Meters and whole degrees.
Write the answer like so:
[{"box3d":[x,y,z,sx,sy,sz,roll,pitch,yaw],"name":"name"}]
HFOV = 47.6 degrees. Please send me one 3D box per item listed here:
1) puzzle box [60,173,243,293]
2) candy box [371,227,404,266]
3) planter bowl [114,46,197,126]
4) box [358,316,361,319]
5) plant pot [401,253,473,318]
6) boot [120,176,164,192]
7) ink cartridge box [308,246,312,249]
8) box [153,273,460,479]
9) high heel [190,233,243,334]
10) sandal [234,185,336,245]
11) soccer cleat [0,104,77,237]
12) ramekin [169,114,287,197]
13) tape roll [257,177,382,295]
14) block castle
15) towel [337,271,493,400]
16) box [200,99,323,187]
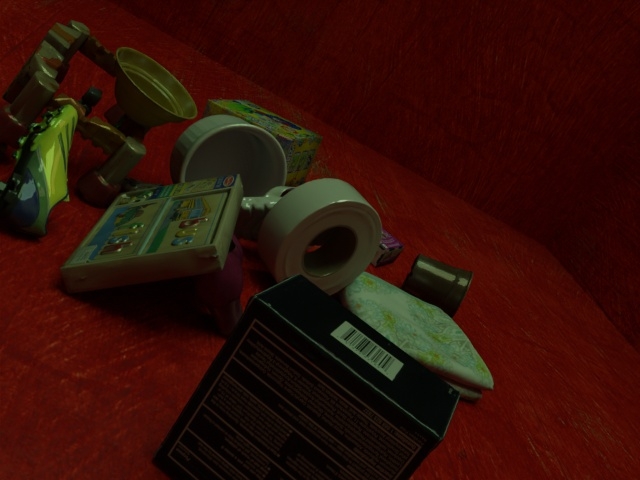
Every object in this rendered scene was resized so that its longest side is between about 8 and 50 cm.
[{"box3d":[-0.298,-0.026,1.387,0.272,0.052,0.409,-9,22,2],"name":"puzzle box"},{"box3d":[0.134,-0.021,2.282,0.233,0.071,0.159,39,20,19],"name":"candy box"},{"box3d":[-0.384,-0.316,1.600,0.217,0.090,0.217,40,20,-18],"name":"planter bowl"},{"box3d":[0.108,0.280,1.439,0.094,0.113,0.275,7,31,-51],"name":"box"},{"box3d":[0.333,0.130,2.115,0.165,0.167,0.167,25,18,4],"name":"plant pot"},{"box3d":[-0.423,-0.127,1.708,0.087,0.042,0.118,23,13,-3],"name":"boot"},{"box3d":[-0.150,-0.063,1.971,0.224,0.045,0.223,11,28,-45],"name":"ink cartridge box"},{"box3d":[-0.019,0.256,1.008,0.296,0.294,0.183,37,17,11],"name":"box"},{"box3d":[-0.219,0.004,1.457,0.127,0.181,0.377,-17,39,-12],"name":"high heel"},{"box3d":[-0.090,-0.076,1.762,0.416,0.169,0.102,3,52,-24],"name":"sandal"},{"box3d":[-0.513,-0.132,1.360,0.121,0.093,0.289,44,43,-38],"name":"soccer cleat"},{"box3d":[-0.234,-0.174,1.779,0.277,0.277,0.135,18,17,-37],"name":"ramekin"},{"box3d":[0.000,0.000,1.694,0.286,0.286,0.100,15,26,-42],"name":"tape roll"},{"box3d":[-0.553,-0.290,1.656,0.303,0.213,0.453,37,22,-26],"name":"block castle"},{"box3d":[0.225,0.228,1.787,0.374,0.090,0.320,23,20,-26],"name":"towel"},{"box3d":[-0.191,-0.292,2.215,0.290,0.177,0.279,27,18,12],"name":"box"}]
